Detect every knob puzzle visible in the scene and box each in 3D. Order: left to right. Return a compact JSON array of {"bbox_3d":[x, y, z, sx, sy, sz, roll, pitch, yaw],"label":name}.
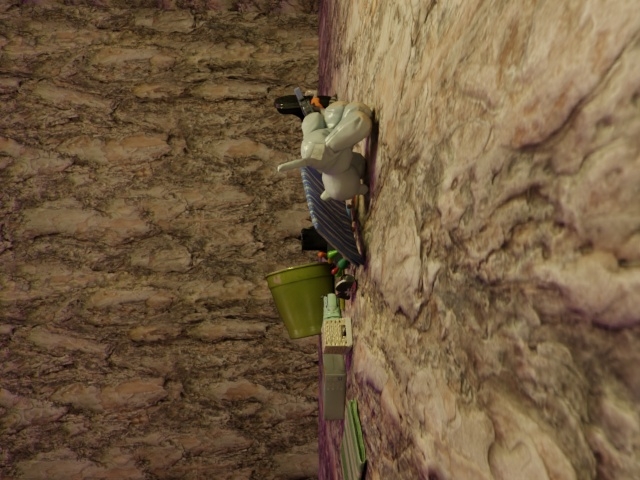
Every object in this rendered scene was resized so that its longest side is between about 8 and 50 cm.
[{"bbox_3d":[0.109,-0.187,1.546,0.213,0.030,0.213,-179,90,-86],"label":"knob puzzle"}]

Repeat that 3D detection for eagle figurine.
[{"bbox_3d":[-0.016,-0.014,2.363,0.298,0.225,0.226,112,150,-52],"label":"eagle figurine"}]

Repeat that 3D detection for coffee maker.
[{"bbox_3d":[0.000,0.000,2.067,0.171,0.178,0.120,-102,10,-84],"label":"coffee maker"}]

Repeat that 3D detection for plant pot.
[{"bbox_3d":[-0.080,0.322,2.331,0.366,0.367,0.352,111,148,-80],"label":"plant pot"}]

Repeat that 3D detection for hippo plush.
[{"bbox_3d":[0.069,-0.230,1.262,0.236,0.235,0.294,56,-145,-35],"label":"hippo plush"}]

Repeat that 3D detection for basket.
[{"bbox_3d":[0.060,0.367,1.699,0.167,0.103,0.113,100,169,-64],"label":"basket"}]

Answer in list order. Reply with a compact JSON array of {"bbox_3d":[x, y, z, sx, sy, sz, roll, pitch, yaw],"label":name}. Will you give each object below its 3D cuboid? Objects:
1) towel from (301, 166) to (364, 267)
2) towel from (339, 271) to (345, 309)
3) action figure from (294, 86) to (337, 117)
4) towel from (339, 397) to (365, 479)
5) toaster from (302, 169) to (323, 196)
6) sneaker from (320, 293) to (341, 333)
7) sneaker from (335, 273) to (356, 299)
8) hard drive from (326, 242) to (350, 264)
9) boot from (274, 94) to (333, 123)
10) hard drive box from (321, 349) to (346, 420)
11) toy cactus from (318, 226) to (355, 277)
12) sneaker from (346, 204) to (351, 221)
[{"bbox_3d":[0.034,-0.094,1.403,0.243,0.040,0.335,40,-155,-40],"label":"towel"},{"bbox_3d":[0.091,0.176,1.909,0.102,0.021,0.237,77,-169,-82],"label":"towel"},{"bbox_3d":[0.009,-0.605,2.086,0.330,0.179,0.341,-101,-14,-48],"label":"action figure"},{"bbox_3d":[0.108,0.727,1.486,0.247,0.038,0.324,-99,11,-60],"label":"towel"},{"bbox_3d":[-0.016,-0.318,2.315,0.110,0.186,0.168,-87,1,-50],"label":"toaster"},{"bbox_3d":[0.044,0.321,1.970,0.256,0.094,0.151,-95,0,-77],"label":"sneaker"},{"bbox_3d":[0.088,0.149,1.584,0.178,0.072,0.077,113,169,-66],"label":"sneaker"},{"bbox_3d":[0.070,0.026,1.679,0.022,0.094,0.135,-42,-36,-48],"label":"hard drive"},{"bbox_3d":[-0.080,-0.614,2.332,0.131,0.348,0.260,-129,38,-49],"label":"boot"},{"bbox_3d":[0.054,0.615,1.906,0.181,0.089,0.232,-99,9,-71],"label":"hard drive box"},{"bbox_3d":[0.077,0.029,1.540,0.180,0.112,0.218,-144,70,-68],"label":"toy cactus"},{"bbox_3d":[0.075,-0.066,1.690,0.188,0.078,0.067,94,175,-53],"label":"sneaker"}]
